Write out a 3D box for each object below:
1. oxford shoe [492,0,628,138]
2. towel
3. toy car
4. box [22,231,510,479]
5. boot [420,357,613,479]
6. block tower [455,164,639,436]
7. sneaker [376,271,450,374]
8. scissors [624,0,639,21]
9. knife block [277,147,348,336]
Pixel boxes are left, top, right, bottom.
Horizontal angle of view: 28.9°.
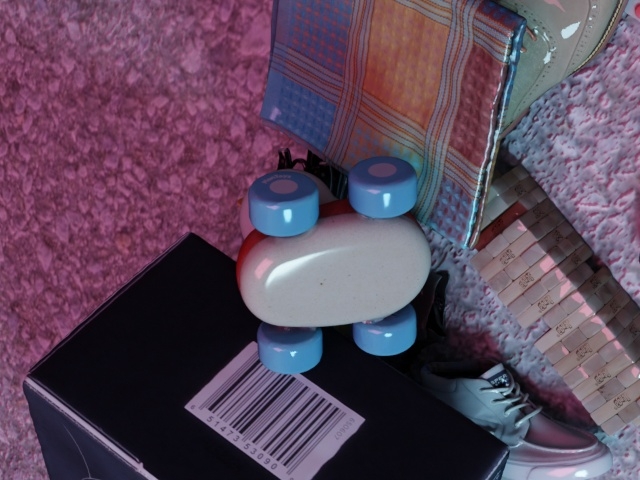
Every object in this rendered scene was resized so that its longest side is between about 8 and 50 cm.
[{"bbox_3d":[0.210,-0.201,1.322,0.123,0.130,0.348,44,132,13],"label":"oxford shoe"},{"bbox_3d":[0.060,-0.183,1.373,0.370,0.040,0.271,36,130,40],"label":"towel"},{"bbox_3d":[-0.006,-0.014,1.390,0.238,0.210,0.219,-117,20,-55],"label":"toy car"},{"bbox_3d":[-0.071,0.329,1.522,0.480,0.297,0.472,33,146,21],"label":"box"},{"bbox_3d":[0.224,0.210,1.494,0.258,0.095,0.123,1,107,40],"label":"boot"},{"bbox_3d":[0.277,0.065,1.413,0.335,0.097,0.091,51,128,7],"label":"block tower"},{"bbox_3d":[0.116,0.121,1.558,0.089,0.051,0.170,6,93,38],"label":"sneaker"},{"bbox_3d":[0.328,-0.260,1.305,0.297,0.021,0.109,28,120,25],"label":"scissors"},{"bbox_3d":[0.000,0.000,1.599,0.088,0.242,0.275,20,162,29],"label":"knife block"}]
